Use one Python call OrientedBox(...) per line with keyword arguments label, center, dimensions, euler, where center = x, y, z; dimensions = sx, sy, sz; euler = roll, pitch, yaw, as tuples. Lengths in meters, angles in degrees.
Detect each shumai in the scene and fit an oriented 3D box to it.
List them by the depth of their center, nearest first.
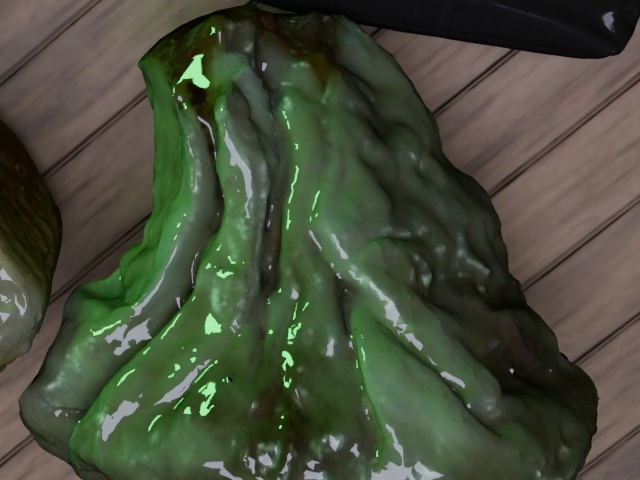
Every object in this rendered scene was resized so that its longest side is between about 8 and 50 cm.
OrientedBox(label="shumai", center=(0.000, 0.000, 1.073), dimensions=(0.304, 0.309, 0.263), euler=(8, 106, 39))

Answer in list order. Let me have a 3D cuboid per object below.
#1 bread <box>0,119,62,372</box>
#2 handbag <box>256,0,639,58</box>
OrientedBox(label="bread", center=(-0.260, 0.011, 1.092), dimensions=(0.195, 0.246, 0.176), euler=(-42, 105, 8))
OrientedBox(label="handbag", center=(0.086, -0.225, 1.109), dimensions=(0.247, 0.080, 0.223), euler=(9, 106, -4))
